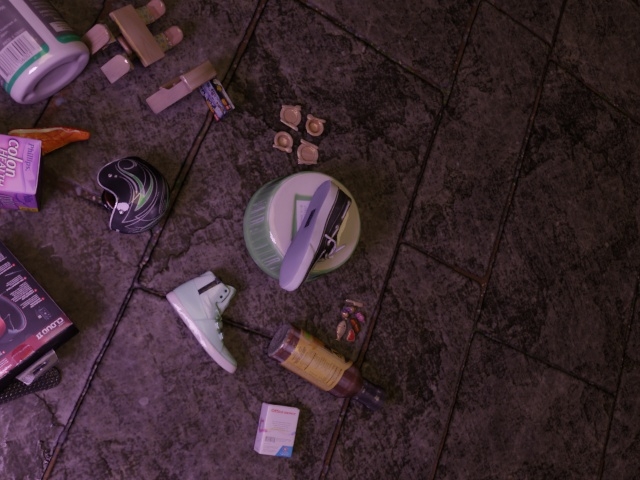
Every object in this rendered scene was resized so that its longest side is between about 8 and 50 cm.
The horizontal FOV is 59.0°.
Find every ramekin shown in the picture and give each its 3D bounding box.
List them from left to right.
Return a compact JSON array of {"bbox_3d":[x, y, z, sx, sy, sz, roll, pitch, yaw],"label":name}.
[{"bbox_3d":[-0.040,-0.040,1.506,0.304,0.148,0.303,3,82,-24],"label":"ramekin"}]

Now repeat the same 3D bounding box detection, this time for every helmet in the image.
[{"bbox_3d":[-0.437,-0.100,1.330,0.169,0.169,0.161,-33,81,-24],"label":"helmet"}]

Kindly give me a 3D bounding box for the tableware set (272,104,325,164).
[{"bbox_3d":[-0.059,-0.301,1.604,0.141,0.020,0.168,17,77,-21],"label":"tableware set"}]

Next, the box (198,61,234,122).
[{"bbox_3d":[-0.281,-0.385,1.475,0.027,0.094,0.137,-33,96,-24],"label":"box"}]

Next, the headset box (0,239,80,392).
[{"bbox_3d":[-0.673,0.168,1.179,0.293,0.110,0.218,46,67,4],"label":"headset box"}]

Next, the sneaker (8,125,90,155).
[{"bbox_3d":[-0.631,-0.235,1.325,0.175,0.064,0.067,-9,107,-20],"label":"sneaker"}]

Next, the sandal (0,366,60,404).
[{"bbox_3d":[-0.671,0.317,1.241,0.179,0.040,0.067,-4,90,-39],"label":"sandal"}]

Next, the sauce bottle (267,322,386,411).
[{"bbox_3d":[0.024,0.346,1.508,0.344,0.111,0.111,36,70,-18],"label":"sauce bottle"}]

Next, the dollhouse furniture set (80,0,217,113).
[{"bbox_3d":[-0.394,-0.455,1.359,0.242,0.161,0.212,57,42,-20],"label":"dollhouse furniture set"}]

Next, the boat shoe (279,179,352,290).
[{"bbox_3d":[-0.002,0.001,1.376,0.105,0.113,0.306,35,55,-23],"label":"boat shoe"}]

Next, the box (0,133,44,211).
[{"bbox_3d":[-0.717,-0.145,1.180,0.243,0.214,0.117,5,81,-24],"label":"box"}]

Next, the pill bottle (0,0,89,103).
[{"bbox_3d":[-0.706,-0.500,1.238,0.204,0.204,0.361,-43,101,-23],"label":"pill bottle"}]

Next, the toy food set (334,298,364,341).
[{"bbox_3d":[0.089,0.231,1.599,0.078,0.019,0.122,18,76,-21],"label":"toy food set"}]

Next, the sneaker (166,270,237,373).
[{"bbox_3d":[-0.248,0.197,1.407,0.151,0.094,0.255,-36,96,-18],"label":"sneaker"}]

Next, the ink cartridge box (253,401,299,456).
[{"bbox_3d":[-0.112,0.486,1.457,0.089,0.052,0.122,16,78,-22],"label":"ink cartridge box"}]
